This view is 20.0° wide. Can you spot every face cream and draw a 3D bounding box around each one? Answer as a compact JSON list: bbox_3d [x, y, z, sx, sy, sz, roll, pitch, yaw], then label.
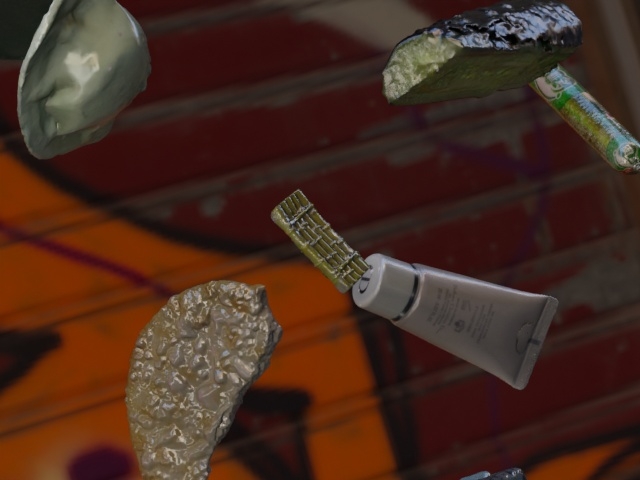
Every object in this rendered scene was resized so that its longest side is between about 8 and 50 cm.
[{"bbox_3d":[0.193,0.103,2.560,0.314,0.143,0.089,21,-1,-25],"label":"face cream"}]

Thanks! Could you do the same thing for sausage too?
[{"bbox_3d":[0.211,-0.128,1.578,0.033,0.033,0.269,-16,39,-17],"label":"sausage"}]

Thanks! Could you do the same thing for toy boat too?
[{"bbox_3d":[0.000,0.000,1.890,0.016,0.115,0.063,-43,0,33],"label":"toy boat"}]

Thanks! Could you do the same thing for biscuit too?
[{"bbox_3d":[-0.138,0.147,1.898,0.038,0.141,0.290,-27,-34,-62],"label":"biscuit"}]

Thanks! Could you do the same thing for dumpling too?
[{"bbox_3d":[-0.222,-0.160,1.749,0.108,0.153,0.219,4,-34,12],"label":"dumpling"}]

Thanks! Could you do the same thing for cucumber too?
[{"bbox_3d":[0.113,-0.146,1.324,0.078,0.062,0.211,-37,-14,31],"label":"cucumber"}]

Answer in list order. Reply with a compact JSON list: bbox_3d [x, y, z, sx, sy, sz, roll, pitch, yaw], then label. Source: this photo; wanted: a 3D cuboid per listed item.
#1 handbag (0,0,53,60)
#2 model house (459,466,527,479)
[{"bbox_3d":[-0.341,-0.300,1.885,0.247,0.079,0.260,0,-38,-39],"label":"handbag"},{"bbox_3d":[0.074,0.415,2.026,0.360,0.297,0.339,-23,24,25],"label":"model house"}]
